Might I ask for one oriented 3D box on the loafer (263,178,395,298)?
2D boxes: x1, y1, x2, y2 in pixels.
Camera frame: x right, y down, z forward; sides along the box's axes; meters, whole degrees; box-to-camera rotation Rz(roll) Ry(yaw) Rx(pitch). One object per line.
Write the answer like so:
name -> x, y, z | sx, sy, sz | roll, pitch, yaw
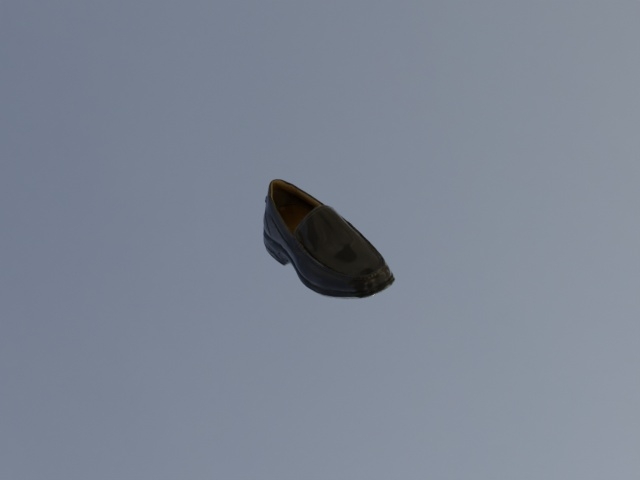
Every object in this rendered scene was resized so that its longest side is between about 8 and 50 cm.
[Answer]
loafer -> 0.000, 0.000, 1.546 | 0.062, 0.061, 0.170 | -28, -147, -26
